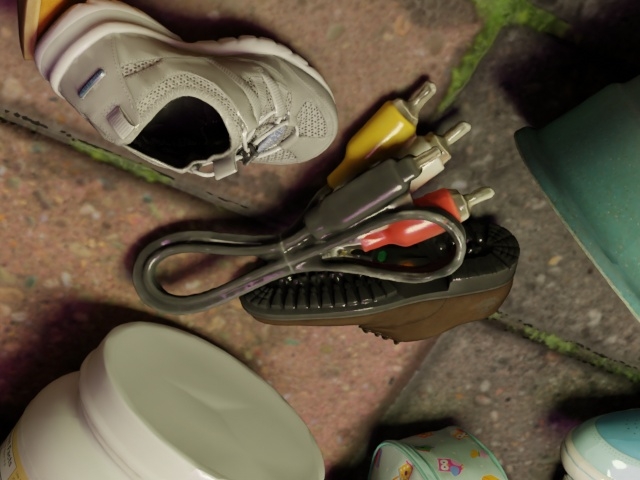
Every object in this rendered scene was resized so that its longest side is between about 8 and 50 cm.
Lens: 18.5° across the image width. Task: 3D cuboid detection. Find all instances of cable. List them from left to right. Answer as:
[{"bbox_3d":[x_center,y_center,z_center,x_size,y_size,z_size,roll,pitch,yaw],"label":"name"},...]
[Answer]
[{"bbox_3d":[0.000,0.000,1.532,0.287,0.072,0.139,-29,92,12],"label":"cable"}]

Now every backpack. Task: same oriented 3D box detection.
[{"bbox_3d":[0.090,0.259,1.678,0.144,0.166,0.188,0,120,-28],"label":"backpack"}]

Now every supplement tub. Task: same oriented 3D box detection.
[{"bbox_3d":[-0.171,0.253,1.552,0.241,0.241,0.331,25,112,-29],"label":"supplement tub"}]

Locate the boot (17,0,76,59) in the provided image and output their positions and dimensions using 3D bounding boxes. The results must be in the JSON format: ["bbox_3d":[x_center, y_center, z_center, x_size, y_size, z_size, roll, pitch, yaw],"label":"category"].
[{"bbox_3d":[-0.090,-0.248,1.332,0.211,0.104,0.295,5,116,-19],"label":"boot"}]

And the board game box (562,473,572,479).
[{"bbox_3d":[0.345,0.312,1.816,0.305,0.053,0.193,5,120,-18],"label":"board game box"}]

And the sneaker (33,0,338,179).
[{"bbox_3d":[-0.082,-0.081,1.398,0.281,0.115,0.105,8,134,-50],"label":"sneaker"}]

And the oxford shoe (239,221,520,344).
[{"bbox_3d":[0.047,0.051,1.584,0.227,0.083,0.096,-4,136,-8],"label":"oxford shoe"}]

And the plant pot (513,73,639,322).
[{"bbox_3d":[0.379,-0.053,1.443,0.334,0.341,0.341,-39,124,13],"label":"plant pot"}]

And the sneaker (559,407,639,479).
[{"bbox_3d":[0.369,0.131,1.705,0.319,0.127,0.208,1,124,-28],"label":"sneaker"}]
